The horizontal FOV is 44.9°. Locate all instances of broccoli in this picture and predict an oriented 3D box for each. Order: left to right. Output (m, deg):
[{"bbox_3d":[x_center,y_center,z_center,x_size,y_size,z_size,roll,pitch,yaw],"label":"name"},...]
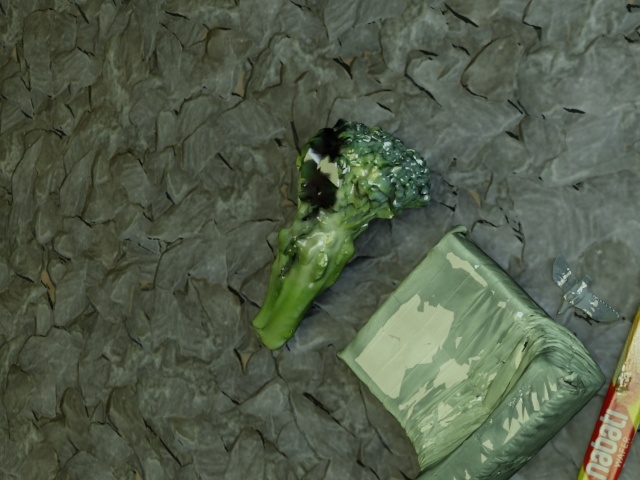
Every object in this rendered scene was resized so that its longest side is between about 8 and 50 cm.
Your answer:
[{"bbox_3d":[0.004,0.005,0.878,0.145,0.165,0.304,32,117,-1],"label":"broccoli"}]

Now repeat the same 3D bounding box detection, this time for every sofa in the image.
[{"bbox_3d":[0.125,0.123,0.750,0.210,0.176,0.225,-49,62,18],"label":"sofa"}]

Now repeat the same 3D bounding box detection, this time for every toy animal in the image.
[{"bbox_3d":[0.251,0.057,0.768,0.050,0.028,0.084,-41,63,11],"label":"toy animal"}]

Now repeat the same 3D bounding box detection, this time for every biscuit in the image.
[{"bbox_3d":[0.291,0.148,0.734,0.048,0.026,0.292,20,95,26],"label":"biscuit"}]
